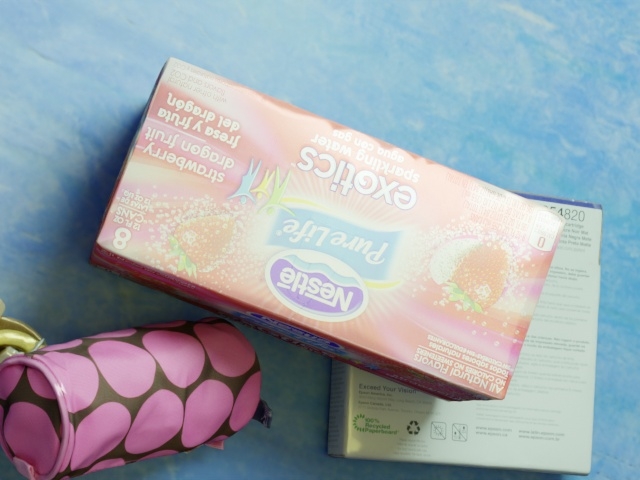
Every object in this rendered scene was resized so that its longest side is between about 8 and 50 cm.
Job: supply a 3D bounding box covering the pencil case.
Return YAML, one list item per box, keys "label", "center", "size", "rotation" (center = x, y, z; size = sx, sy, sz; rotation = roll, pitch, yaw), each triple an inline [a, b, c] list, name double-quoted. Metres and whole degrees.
- label: "pencil case"
  center: [-0.130, 0.112, 1.134]
  size: [0.209, 0.095, 0.098]
  rotation: [-5, 115, -51]

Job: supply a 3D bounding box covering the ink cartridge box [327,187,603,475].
- label: "ink cartridge box"
  center: [0.118, 0.069, 1.309]
  size: [0.223, 0.045, 0.224]
  rotation: [8, 82, -22]

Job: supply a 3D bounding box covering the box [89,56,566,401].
- label: "box"
  center: [0.000, 0.000, 1.171]
  size: [0.300, 0.154, 0.142]
  rotation: [21, 81, -8]

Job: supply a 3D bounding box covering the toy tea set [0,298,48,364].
- label: "toy tea set"
  center: [-0.274, 0.070, 1.099]
  size: [0.200, 0.124, 0.336]
  rotation: [-32, 99, -22]
